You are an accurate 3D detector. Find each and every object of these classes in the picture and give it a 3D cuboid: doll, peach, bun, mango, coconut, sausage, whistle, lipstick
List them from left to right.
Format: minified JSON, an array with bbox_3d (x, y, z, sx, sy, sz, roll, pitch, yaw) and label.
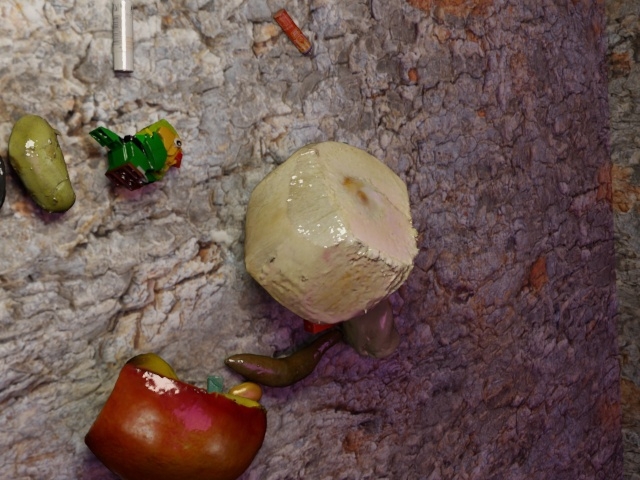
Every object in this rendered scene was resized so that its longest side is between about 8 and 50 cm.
[{"bbox_3d":[-0.390,-0.404,1.346,0.040,0.040,0.141,-5,98,-41],"label":"lipstick"},{"bbox_3d":[-0.354,-0.180,1.363,0.186,0.106,0.134,-35,104,-52],"label":"doll"},{"bbox_3d":[-0.294,0.379,1.355,0.380,0.306,0.242,39,64,-33],"label":"peach"},{"bbox_3d":[-0.248,0.406,1.574,0.039,0.039,0.186,1,95,-42],"label":"whistle"},{"bbox_3d":[-0.181,0.366,1.627,0.089,0.046,0.059,6,90,-29],"label":"mango"},{"bbox_3d":[-0.061,-0.494,1.631,0.129,0.034,0.034,46,65,-35],"label":"sausage"},{"bbox_3d":[0.000,0.000,1.545,0.405,0.405,0.404,-6,99,-41],"label":"coconut"},{"bbox_3d":[0.121,0.207,1.786,0.145,0.229,0.229,-28,117,-3],"label":"bun"}]

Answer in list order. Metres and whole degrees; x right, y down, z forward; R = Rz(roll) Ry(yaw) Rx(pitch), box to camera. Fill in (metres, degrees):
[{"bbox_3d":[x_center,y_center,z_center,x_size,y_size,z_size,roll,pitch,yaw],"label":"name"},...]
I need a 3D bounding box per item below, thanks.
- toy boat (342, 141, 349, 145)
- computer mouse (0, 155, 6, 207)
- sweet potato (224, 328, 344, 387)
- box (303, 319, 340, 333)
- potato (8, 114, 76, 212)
[{"bbox_3d":[0.070,-0.188,1.772,0.061,0.060,0.137,-40,117,-59],"label":"toy boat"},{"bbox_3d":[-0.592,-0.109,1.199,0.079,0.047,0.134,-11,100,-41],"label":"computer mouse"},{"bbox_3d":[-0.077,0.303,1.680,0.346,0.079,0.108,-11,113,-36],"label":"sweet potato"},{"bbox_3d":[0.001,0.153,1.762,0.100,0.048,0.151,-15,107,-37],"label":"box"},{"bbox_3d":[-0.510,-0.134,1.247,0.105,0.085,0.188,-53,133,-51],"label":"potato"}]
